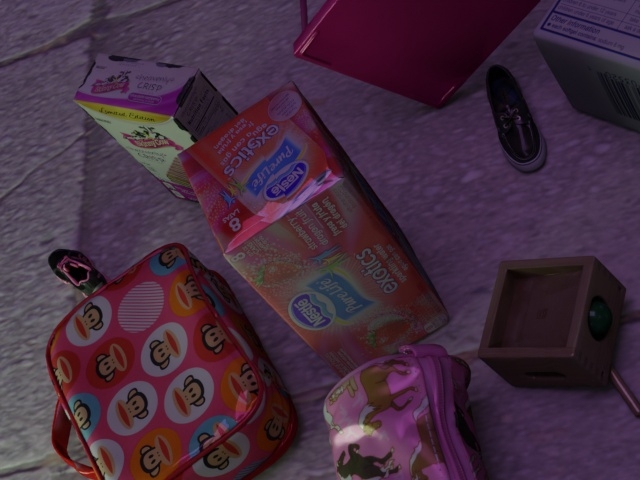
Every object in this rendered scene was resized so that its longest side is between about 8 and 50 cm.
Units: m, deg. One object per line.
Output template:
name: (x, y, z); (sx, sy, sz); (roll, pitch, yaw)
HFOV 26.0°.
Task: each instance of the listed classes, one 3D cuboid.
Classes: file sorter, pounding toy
file sorter: (0.123, -0.330, 1.557); (0.290, 0.202, 0.182); (-47, 36, 42)
pounding toy: (0.249, 0.096, 1.380); (0.141, 0.100, 0.130); (-4, 59, 40)

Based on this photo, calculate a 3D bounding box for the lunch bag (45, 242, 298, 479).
lunch bag: (-0.186, 0.172, 1.551); (0.258, 0.120, 0.293); (-37, 51, 6)

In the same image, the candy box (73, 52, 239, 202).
candy box: (-0.159, -0.121, 1.643); (0.159, 0.233, 0.071); (12, 68, 35)

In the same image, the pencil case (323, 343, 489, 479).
pencil case: (0.112, 0.285, 1.288); (0.167, 0.160, 0.386); (-27, 51, 13)

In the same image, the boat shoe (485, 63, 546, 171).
boat shoe: (0.215, -0.139, 1.566); (0.049, 0.040, 0.142); (-25, 52, 14)

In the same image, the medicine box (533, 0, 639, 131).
medicine box: (0.421, -0.252, 1.449); (0.263, 0.149, 0.289); (26, 76, 39)

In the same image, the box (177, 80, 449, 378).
box: (0.000, 0.000, 1.434); (0.142, 0.300, 0.154); (-33, 52, 6)

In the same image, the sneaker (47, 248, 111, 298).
sneaker: (-0.311, 0.036, 1.747); (0.119, 0.057, 0.047); (29, 80, 40)
